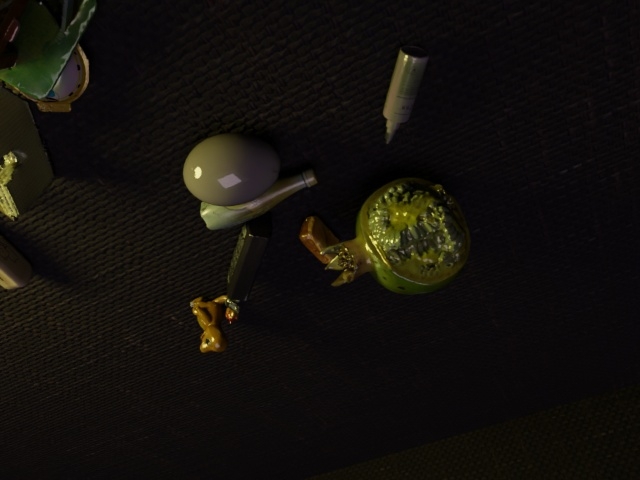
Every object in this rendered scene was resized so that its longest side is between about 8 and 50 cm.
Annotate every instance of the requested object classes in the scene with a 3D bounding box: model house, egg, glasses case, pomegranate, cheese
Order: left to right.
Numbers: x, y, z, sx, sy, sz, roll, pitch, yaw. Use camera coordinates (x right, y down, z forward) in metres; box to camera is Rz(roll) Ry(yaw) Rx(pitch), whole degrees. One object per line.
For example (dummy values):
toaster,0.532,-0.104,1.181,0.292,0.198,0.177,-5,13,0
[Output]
model house,-0.459,-0.375,0.625,0.300,0.324,0.340,32,103,-23
glasses case,-0.762,0.035,1.172,0.050,0.083,0.196,-15,135,7
cheese,-0.481,-0.339,0.849,0.156,0.064,0.250,0,122,-7
egg,-0.179,-0.143,1.013,0.198,0.147,0.147,-6,135,1
pomegranate,0.169,0.005,1.110,0.340,0.261,0.261,-18,134,-3

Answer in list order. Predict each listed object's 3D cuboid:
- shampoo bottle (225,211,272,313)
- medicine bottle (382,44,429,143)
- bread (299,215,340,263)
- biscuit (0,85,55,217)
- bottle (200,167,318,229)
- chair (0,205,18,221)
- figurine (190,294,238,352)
shampoo bottle,-0.191,0.065,1.250,0.071,0.098,0.310,9,133,-20
medicine bottle,0.157,-0.276,0.981,0.057,0.058,0.199,5,133,-10
bread,0.000,0.000,1.225,0.053,0.074,0.132,-11,137,31
biscuit,-0.583,-0.176,0.937,0.046,0.147,0.250,7,134,2
bottle,-0.134,-0.099,1.108,0.269,0.083,0.083,-21,133,10
chair,-0.763,-0.117,0.982,0.272,0.166,0.188,29,142,26
figurine,-0.275,0.221,1.348,0.122,0.176,0.121,-27,134,4
